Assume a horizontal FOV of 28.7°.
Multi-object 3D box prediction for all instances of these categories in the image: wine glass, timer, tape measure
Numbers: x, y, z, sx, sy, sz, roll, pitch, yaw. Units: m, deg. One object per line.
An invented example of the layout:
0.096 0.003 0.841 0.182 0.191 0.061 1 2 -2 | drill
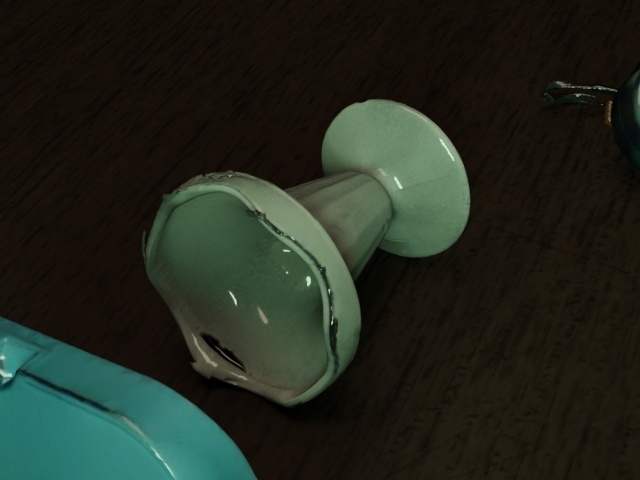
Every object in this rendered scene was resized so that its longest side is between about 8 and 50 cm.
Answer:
0.000 0.000 0.854 0.165 0.165 0.196 17 34 33 | wine glass
-0.105 0.130 0.595 0.231 0.250 0.091 18 44 34 | timer
0.252 -0.089 1.017 0.107 0.104 0.180 -59 19 -22 | tape measure
